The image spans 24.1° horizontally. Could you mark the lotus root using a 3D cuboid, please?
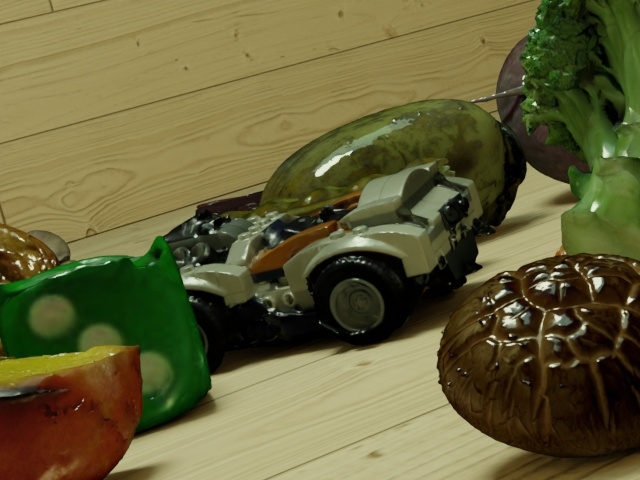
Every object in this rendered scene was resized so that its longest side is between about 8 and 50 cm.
[{"bbox_3d":[0.051,-0.045,1.480,0.309,0.173,0.173,-25,9,-20],"label":"lotus root"}]

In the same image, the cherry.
[{"bbox_3d":[0.297,-0.147,1.582,0.213,0.184,0.266,11,4,37],"label":"cherry"}]

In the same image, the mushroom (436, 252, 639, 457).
[{"bbox_3d":[0.116,0.050,0.684,0.126,0.085,0.109,-25,10,-26],"label":"mushroom"}]

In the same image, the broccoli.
[{"bbox_3d":[0.251,-0.083,1.045,0.270,0.270,0.270,-8,41,54],"label":"broccoli"}]

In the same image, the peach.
[{"bbox_3d":[-0.181,0.113,0.857,0.172,0.093,0.127,-5,6,-26],"label":"peach"}]

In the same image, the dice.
[{"bbox_3d":[-0.151,0.070,1.040,0.128,0.120,0.131,-18,4,-10],"label":"dice"}]

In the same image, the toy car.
[{"bbox_3d":[-0.023,0.023,1.184,0.301,0.118,0.193,-10,14,25],"label":"toy car"}]

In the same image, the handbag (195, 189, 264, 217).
[{"bbox_3d":[-0.056,-0.032,2.008,0.203,0.074,0.216,-17,8,-14],"label":"handbag"}]

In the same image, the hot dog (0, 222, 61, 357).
[{"bbox_3d":[-0.334,0.069,1.378,0.226,0.161,0.099,-26,-43,33],"label":"hot dog"}]

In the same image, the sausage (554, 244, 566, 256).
[{"bbox_3d":[0.194,0.011,1.124,0.031,0.031,0.107,-14,5,18],"label":"sausage"}]

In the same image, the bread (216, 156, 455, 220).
[{"bbox_3d":[0.000,-0.001,1.332,0.269,0.098,0.087,-14,-18,27],"label":"bread"}]

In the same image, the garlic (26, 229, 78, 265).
[{"bbox_3d":[-0.326,0.063,1.699,0.131,0.127,0.194,14,-22,4],"label":"garlic"}]
